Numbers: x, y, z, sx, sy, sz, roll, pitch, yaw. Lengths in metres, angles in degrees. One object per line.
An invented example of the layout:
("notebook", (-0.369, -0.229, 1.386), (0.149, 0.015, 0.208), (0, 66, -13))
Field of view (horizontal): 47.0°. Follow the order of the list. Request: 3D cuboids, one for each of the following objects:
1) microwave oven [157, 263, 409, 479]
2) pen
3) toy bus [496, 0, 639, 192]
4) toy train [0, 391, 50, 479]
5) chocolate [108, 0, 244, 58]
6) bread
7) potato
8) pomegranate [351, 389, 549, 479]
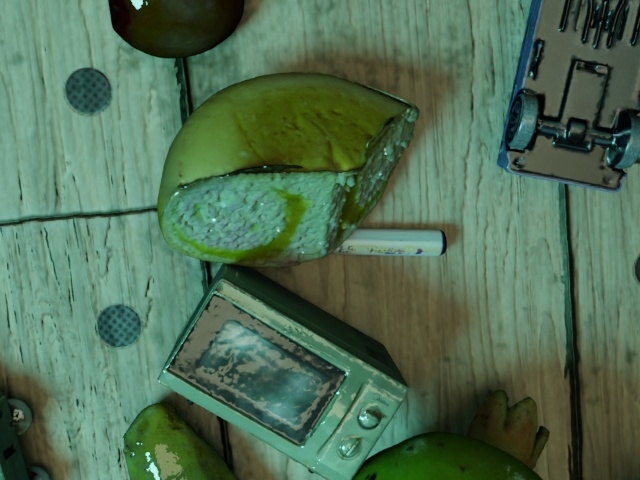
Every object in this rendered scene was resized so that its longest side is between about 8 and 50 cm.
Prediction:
("microwave oven", (-0.040, 0.127, 0.729), (0.205, 0.163, 0.129), (32, 93, -6))
("pen", (0.000, 0.000, 0.784), (0.268, 0.033, 0.033), (1, 97, -5))
("toy bus", (0.261, -0.203, 0.729), (0.125, 0.133, 0.292), (10, 98, 0))
("toy train", (-0.362, 0.241, 0.759), (0.127, 0.089, 0.219), (-11, 98, 7))
("chocolate", (-0.141, -0.242, 0.719), (0.133, 0.127, 0.124), (-12, 128, -15))
("bread", (-0.032, -0.077, 0.719), (0.260, 0.158, 0.156), (-5, 55, -15))
("potato", (-0.143, 0.260, 0.779), (0.105, 0.085, 0.188), (-29, 93, -3))
("pomegranate", (0.144, 0.264, 0.700), (0.236, 0.236, 0.302), (51, 54, -8))
